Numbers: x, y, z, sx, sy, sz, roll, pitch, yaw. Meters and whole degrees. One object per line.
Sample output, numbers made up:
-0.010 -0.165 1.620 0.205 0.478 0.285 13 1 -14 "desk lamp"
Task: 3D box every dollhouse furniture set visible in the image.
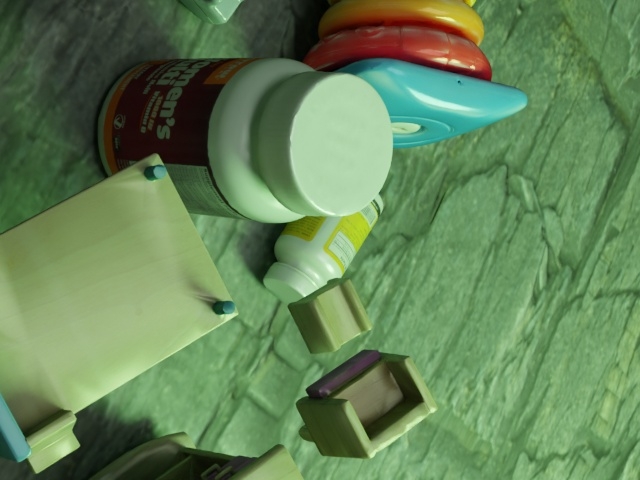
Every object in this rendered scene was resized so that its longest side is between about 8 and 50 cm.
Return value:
-0.131 0.067 1.047 0.286 0.198 0.303 -33 102 -25 "dollhouse furniture set"

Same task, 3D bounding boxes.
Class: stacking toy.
0.068 -0.239 1.227 0.175 0.166 0.302 7 78 -33 "stacking toy"

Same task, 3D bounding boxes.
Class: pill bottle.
0.000 0.000 1.232 0.065 0.065 0.116 49 63 -34 "pill bottle"
-0.058 -0.075 1.064 0.121 0.221 0.121 -6 98 -42 "pill bottle"

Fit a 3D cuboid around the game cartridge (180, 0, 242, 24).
-0.116 -0.338 1.097 0.297 0.062 0.198 48 59 -35 "game cartridge"
